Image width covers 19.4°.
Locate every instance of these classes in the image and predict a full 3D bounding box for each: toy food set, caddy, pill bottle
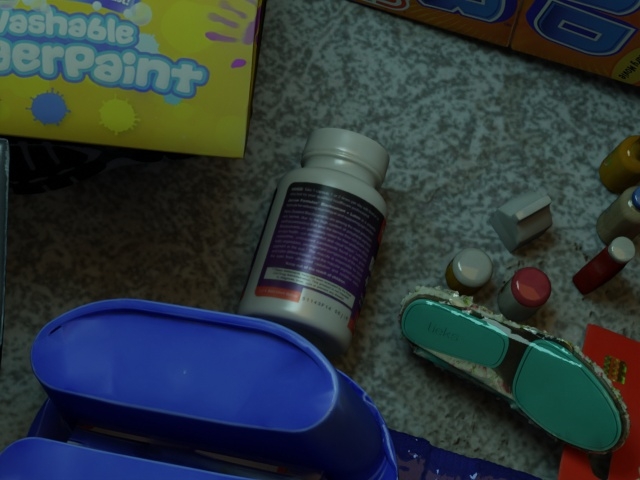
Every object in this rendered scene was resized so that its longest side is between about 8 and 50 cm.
[{"bbox_3d":[0.236,-0.009,1.755,0.232,0.104,0.111,-28,79,-18],"label":"toy food set"},{"bbox_3d":[-0.106,0.188,1.568,0.341,0.179,0.241,9,68,18],"label":"caddy"},{"bbox_3d":[0.000,0.000,1.705,0.108,0.108,0.193,19,70,-5],"label":"pill bottle"}]

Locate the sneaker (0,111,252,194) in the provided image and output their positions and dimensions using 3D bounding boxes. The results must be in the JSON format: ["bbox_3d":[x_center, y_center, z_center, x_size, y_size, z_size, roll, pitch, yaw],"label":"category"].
[{"bbox_3d":[-0.220,-0.127,1.719,0.300,0.111,0.121,-10,60,-17],"label":"sneaker"}]

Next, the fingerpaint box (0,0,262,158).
[{"bbox_3d":[-0.265,-0.223,1.563,0.445,0.371,0.163,5,114,-2],"label":"fingerpaint box"}]

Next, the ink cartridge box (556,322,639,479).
[{"bbox_3d":[0.342,0.199,1.684,0.239,0.060,0.275,23,48,-4],"label":"ink cartridge box"}]

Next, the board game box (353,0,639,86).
[{"bbox_3d":[0.244,-0.406,1.728,0.356,0.356,0.356,17,70,4],"label":"board game box"}]

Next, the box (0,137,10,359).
[{"bbox_3d":[-0.406,0.038,1.515,0.296,0.294,0.182,2,72,-10],"label":"box"}]

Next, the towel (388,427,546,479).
[{"bbox_3d":[0.105,0.299,1.652,0.308,0.076,0.227,18,73,-3],"label":"towel"}]

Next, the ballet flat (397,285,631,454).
[{"bbox_3d":[0.182,0.108,1.698,0.241,0.077,0.091,32,107,16],"label":"ballet flat"}]
